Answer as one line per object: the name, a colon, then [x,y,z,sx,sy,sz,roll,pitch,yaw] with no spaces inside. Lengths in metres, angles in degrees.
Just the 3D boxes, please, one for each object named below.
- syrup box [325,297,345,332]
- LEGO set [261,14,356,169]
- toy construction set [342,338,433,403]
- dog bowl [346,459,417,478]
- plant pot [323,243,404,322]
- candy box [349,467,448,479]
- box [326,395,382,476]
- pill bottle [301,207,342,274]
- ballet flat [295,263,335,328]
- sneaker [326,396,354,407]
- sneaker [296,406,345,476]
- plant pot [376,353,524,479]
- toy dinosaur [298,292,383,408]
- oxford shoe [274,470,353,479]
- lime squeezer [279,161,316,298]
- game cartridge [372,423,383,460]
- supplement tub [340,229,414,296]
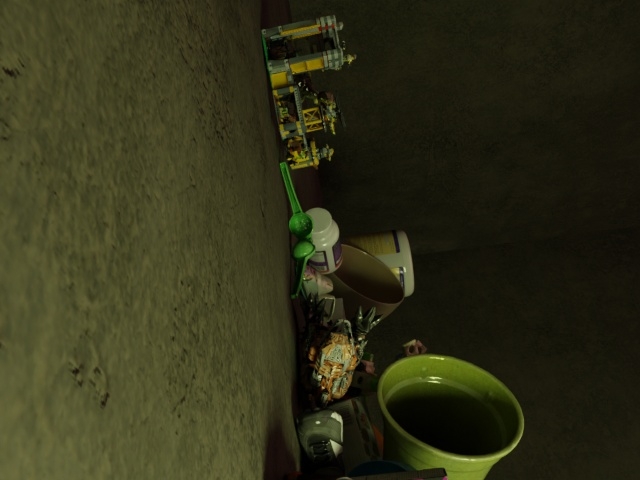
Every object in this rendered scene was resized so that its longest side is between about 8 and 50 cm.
syrup box: [0.031,0.280,1.514,0.093,0.096,0.237,-92,174,-61]
LEGO set: [-0.005,-0.333,1.265,0.255,0.191,0.332,74,6,-66]
toy construction set: [0.103,0.310,1.306,0.327,0.214,0.151,-25,-129,52]
dog bowl: [0.124,0.523,0.960,0.074,0.165,0.298,15,70,-60]
plant pot: [0.090,0.171,1.747,0.191,0.283,0.284,-59,-165,25]
candy box: [0.093,0.453,0.874,0.071,0.233,0.159,51,30,-75]
box: [0.090,0.465,1.070,0.063,0.067,0.324,14,55,-58]
pill bottle: [0.000,0.000,1.508,0.194,0.107,0.108,79,5,-57]
ballet flat: [-0.006,0.131,1.335,0.077,0.079,0.222,-93,174,-51]
sneaker: [0.063,0.516,1.526,0.286,0.108,0.130,-89,177,-60]
sneaker: [0.007,0.368,0.965,0.234,0.078,0.106,82,-1,-50]
plant pot: [0.229,0.412,1.119,0.276,0.275,0.254,-92,-171,-62]
toy dinosaur: [0.008,0.230,1.095,0.322,0.164,0.219,-45,-155,48]
oxford shoe: [0.002,0.343,0.712,0.271,0.098,0.097,75,8,-70]
lime squeezer: [-0.043,-0.011,1.211,0.110,0.058,0.311,77,7,-66]
game cartridge: [0.106,0.548,1.152,0.285,0.052,0.324,54,25,-22]
supplement tub: [0.148,0.097,1.977,0.241,0.330,0.241,-7,90,-87]
